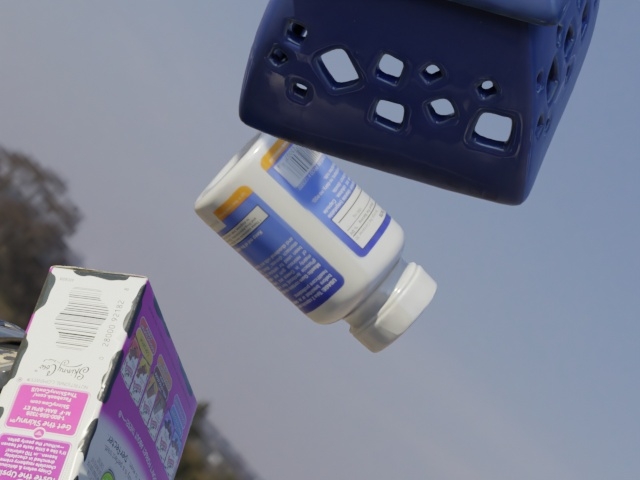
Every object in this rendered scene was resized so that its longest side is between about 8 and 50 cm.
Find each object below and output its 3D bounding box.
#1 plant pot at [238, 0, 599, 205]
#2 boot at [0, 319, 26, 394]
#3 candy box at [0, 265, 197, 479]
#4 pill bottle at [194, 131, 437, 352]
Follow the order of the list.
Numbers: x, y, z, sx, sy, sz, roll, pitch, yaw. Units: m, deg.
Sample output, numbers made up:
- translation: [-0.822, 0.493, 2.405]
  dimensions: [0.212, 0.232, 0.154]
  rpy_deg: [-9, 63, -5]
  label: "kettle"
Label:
- translation: [0.089, -0.198, 1.283]
  dimensions: [0.236, 0.236, 0.212]
  rpy_deg: [18, -39, 8]
  label: "plant pot"
- translation: [-0.350, 0.136, 1.440]
  dimensions: [0.284, 0.377, 0.138]
  rpy_deg: [9, -76, 62]
  label: "boot"
- translation: [-0.154, 0.156, 1.075]
  dimensions: [0.071, 0.233, 0.159]
  rpy_deg: [6, -36, 15]
  label: "candy box"
- translation: [0.000, 0.000, 1.990]
  dimensions: [0.272, 0.152, 0.152]
  rpy_deg: [43, -11, -8]
  label: "pill bottle"
